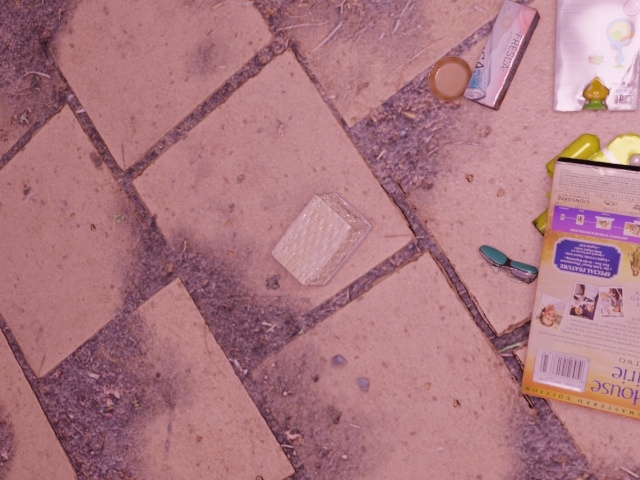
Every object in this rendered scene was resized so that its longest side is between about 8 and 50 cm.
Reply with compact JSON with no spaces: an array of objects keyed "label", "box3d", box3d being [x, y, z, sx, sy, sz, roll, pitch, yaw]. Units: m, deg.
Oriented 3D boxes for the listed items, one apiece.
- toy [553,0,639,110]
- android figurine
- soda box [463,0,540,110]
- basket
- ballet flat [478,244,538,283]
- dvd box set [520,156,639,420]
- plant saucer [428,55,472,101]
[{"label":"toy","box3d":[0.472,-0.340,1.294,0.137,0.056,0.237,3,99,19]},{"label":"android figurine","box3d":[0.507,-0.070,1.296,0.273,0.056,0.248,-40,78,21]},{"label":"soda box","box3d":[0.322,-0.328,1.355,0.063,0.058,0.183,26,102,19]},{"label":"basket","box3d":[0.000,0.000,1.482,0.113,0.103,0.167,43,108,16]},{"label":"ballet flat","box3d":[0.336,0.048,1.383,0.114,0.041,0.041,26,102,20]},{"label":"dvd box set","box3d":[0.513,0.089,1.253,0.308,0.062,0.420,9,108,21]},{"label":"plant saucer","box3d":[0.242,-0.299,1.413,0.083,0.015,0.083,1,93,23]}]
